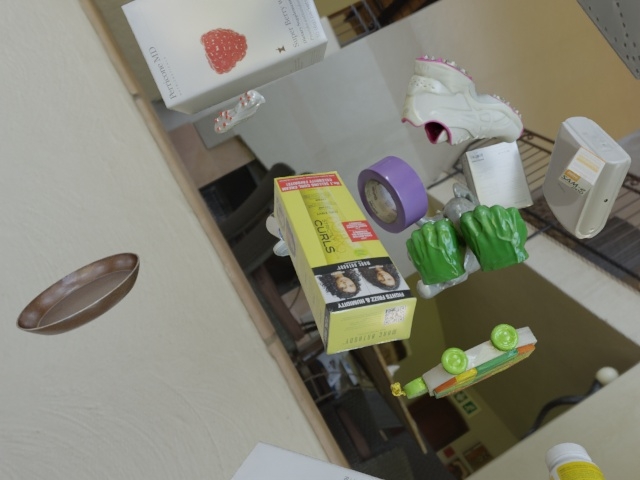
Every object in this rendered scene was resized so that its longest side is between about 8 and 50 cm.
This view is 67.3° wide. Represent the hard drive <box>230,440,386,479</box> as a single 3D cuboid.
[{"bbox_3d":[-0.029,0.583,1.081,0.233,0.352,0.047,-33,130,-67],"label":"hard drive"}]

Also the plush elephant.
[{"bbox_3d":[0.401,-0.016,1.470,0.272,0.329,0.256,-76,146,-58],"label":"plush elephant"}]

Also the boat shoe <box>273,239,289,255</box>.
[{"bbox_3d":[-0.035,0.008,1.528,0.079,0.227,0.081,86,-20,-64],"label":"boat shoe"}]

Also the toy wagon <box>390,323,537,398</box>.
[{"bbox_3d":[0.333,0.305,1.136,0.068,0.344,0.267,65,2,28],"label":"toy wagon"}]

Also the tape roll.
[{"bbox_3d":[0.185,-0.118,1.254,0.189,0.080,0.189,47,-24,28],"label":"tape roll"}]

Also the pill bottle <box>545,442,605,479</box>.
[{"bbox_3d":[0.593,0.575,1.086,0.209,0.119,0.119,-80,148,-63],"label":"pill bottle"}]

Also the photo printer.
[{"bbox_3d":[0.786,-0.178,1.458,0.256,0.106,0.308,-97,-179,-47],"label":"photo printer"}]

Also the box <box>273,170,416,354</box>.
[{"bbox_3d":[0.014,0.009,0.514,0.232,0.087,0.058,-114,-159,-50],"label":"box"}]

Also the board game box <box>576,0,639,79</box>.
[{"bbox_3d":[0.612,-0.593,0.995,0.390,0.050,0.391,40,31,-59],"label":"board game box"}]

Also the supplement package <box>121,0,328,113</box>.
[{"bbox_3d":[-0.155,-0.363,0.853,0.175,0.292,0.178,-101,168,-79],"label":"supplement package"}]

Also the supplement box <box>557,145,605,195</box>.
[{"bbox_3d":[0.551,-0.147,1.013,0.062,0.098,0.036,39,-34,12],"label":"supplement box"}]

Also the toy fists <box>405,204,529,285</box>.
[{"bbox_3d":[0.331,0.002,1.107,0.279,0.096,0.143,-19,-85,38],"label":"toy fists"}]

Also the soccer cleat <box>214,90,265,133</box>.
[{"bbox_3d":[-0.257,-0.397,1.524,0.076,0.196,0.068,15,49,-52],"label":"soccer cleat"}]

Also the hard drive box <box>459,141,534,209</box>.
[{"bbox_3d":[0.605,-0.207,1.663,0.089,0.180,0.233,44,32,-86],"label":"hard drive box"}]

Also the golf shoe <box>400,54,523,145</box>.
[{"bbox_3d":[0.276,-0.241,0.948,0.306,0.140,0.115,19,11,-32],"label":"golf shoe"}]

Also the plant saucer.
[{"bbox_3d":[-0.316,0.073,0.645,0.029,0.168,0.168,67,-10,-24],"label":"plant saucer"}]

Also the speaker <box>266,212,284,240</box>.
[{"bbox_3d":[-0.075,-0.028,1.006,0.055,0.055,0.136,63,-11,-14],"label":"speaker"}]
